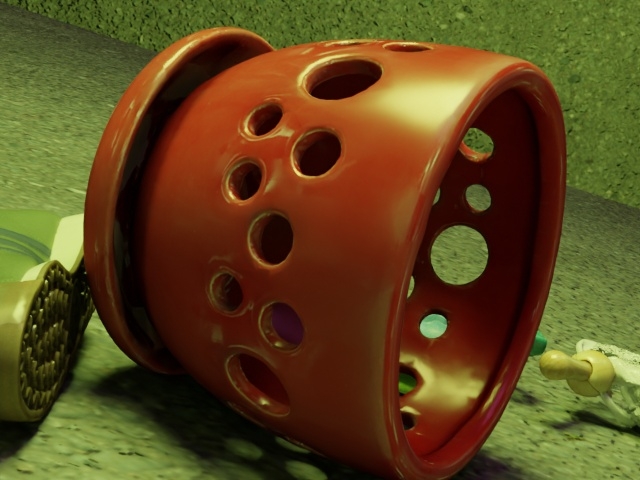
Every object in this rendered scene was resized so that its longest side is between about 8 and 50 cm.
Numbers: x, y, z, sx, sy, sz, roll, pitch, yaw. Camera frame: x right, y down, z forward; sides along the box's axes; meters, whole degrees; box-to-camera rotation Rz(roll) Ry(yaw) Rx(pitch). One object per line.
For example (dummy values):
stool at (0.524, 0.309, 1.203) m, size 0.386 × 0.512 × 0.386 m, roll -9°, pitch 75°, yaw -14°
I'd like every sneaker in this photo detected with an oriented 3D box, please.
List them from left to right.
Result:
sneaker at (-0.150, 0.027, 0.566) m, size 0.086 × 0.064 × 0.192 m, roll 4°, pitch 14°, yaw -1°

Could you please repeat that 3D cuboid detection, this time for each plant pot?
plant pot at (0.000, 0.000, 0.598) m, size 0.174 × 0.191 × 0.191 m, roll 12°, pitch 8°, yaw 27°

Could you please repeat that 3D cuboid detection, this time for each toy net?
toy net at (0.122, 0.073, 0.784) m, size 0.232 × 0.045 × 0.122 m, roll 16°, pitch 9°, yaw -13°
